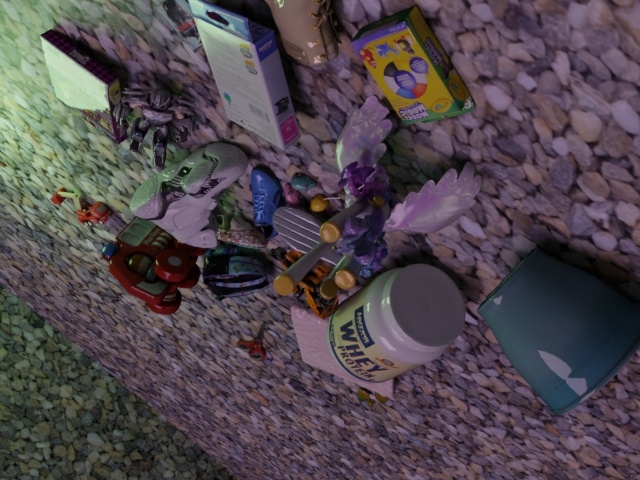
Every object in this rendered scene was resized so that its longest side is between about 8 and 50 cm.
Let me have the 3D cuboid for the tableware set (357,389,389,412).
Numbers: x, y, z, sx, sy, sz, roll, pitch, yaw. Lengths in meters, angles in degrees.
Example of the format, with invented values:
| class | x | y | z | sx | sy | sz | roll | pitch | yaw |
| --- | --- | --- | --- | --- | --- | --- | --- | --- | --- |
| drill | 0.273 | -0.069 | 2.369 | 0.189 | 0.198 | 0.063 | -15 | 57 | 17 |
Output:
| class | x | y | z | sx | sy | sz | roll | pitch | yaw |
| --- | --- | --- | --- | --- | --- | --- | --- | --- | --- |
| tableware set | 0.171 | 0.507 | 2.406 | 0.104 | 0.024 | 0.154 | 29 | 149 | 11 |

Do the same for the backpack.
| class | x | y | z | sx | sy | sz | roll | pitch | yaw |
| --- | --- | --- | --- | --- | --- | --- | --- | --- | --- |
| backpack | -0.233 | 0.090 | 2.087 | 0.173 | 0.117 | 0.158 | -6 | 154 | 7 |

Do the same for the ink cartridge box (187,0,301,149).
| class | x | y | z | sx | sy | sz | roll | pitch | yaw |
| --- | --- | --- | --- | --- | --- | --- | --- | --- | --- |
| ink cartridge box | -0.146 | -0.337 | 1.443 | 0.186 | 0.065 | 0.311 | 33 | 155 | 34 |

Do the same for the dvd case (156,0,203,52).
| class | x | y | z | sx | sy | sz | roll | pitch | yaw |
| --- | --- | --- | --- | --- | --- | --- | --- | --- | --- |
| dvd case | -0.268 | -0.442 | 1.491 | 0.087 | 0.013 | 0.119 | -9 | 130 | 47 |

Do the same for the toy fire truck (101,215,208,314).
| class | x | y | z | sx | sy | sz | roll | pitch | yaw |
| --- | --- | --- | --- | --- | --- | --- | --- | --- | --- |
| toy fire truck | -0.474 | 0.052 | 2.086 | 0.254 | 0.302 | 0.169 | 25 | 127 | 3 |

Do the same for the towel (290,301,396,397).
| class | x | y | z | sx | sy | sz | roll | pitch | yaw |
| --- | --- | --- | --- | --- | --- | --- | --- | --- | --- |
| towel | 0.077 | 0.330 | 2.215 | 0.332 | 0.053 | 0.317 | 19 | 147 | 21 |

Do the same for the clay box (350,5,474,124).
| class | x | y | z | sx | sy | sz | roll | pitch | yaw |
| --- | --- | --- | --- | --- | --- | --- | --- | --- | --- |
| clay box | 0.165 | -0.289 | 1.293 | 0.127 | 0.053 | 0.222 | -8 | 130 | 46 |

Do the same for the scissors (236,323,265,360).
| class | x | y | z | sx | sy | sz | roll | pitch | yaw |
| --- | --- | --- | --- | --- | --- | --- | --- | --- | --- |
| scissors | -0.205 | 0.350 | 2.518 | 0.109 | 0.021 | 0.297 | 39 | 147 | -6 |

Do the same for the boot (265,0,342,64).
| class | x | y | z | sx | sy | sz | roll | pitch | yaw |
| --- | --- | --- | --- | --- | --- | --- | --- | --- | --- |
| boot | 0.001 | -0.397 | 1.238 | 0.262 | 0.095 | 0.203 | 12 | 142 | 40 |

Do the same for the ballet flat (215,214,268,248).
| class | x | y | z | sx | sy | sz | roll | pitch | yaw |
| --- | --- | --- | --- | --- | --- | --- | --- | --- | --- |
| ballet flat | -0.250 | -0.034 | 1.977 | 0.241 | 0.091 | 0.077 | 11 | 110 | 23 |

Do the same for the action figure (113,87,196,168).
| class | x | y | z | sx | sy | sz | roll | pitch | yaw |
| --- | --- | --- | --- | --- | --- | --- | --- | --- | --- |
| action figure | -0.388 | -0.275 | 1.731 | 0.185 | 0.099 | 0.285 | 19 | 158 | -12 |

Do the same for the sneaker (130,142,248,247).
| class | x | y | z | sx | sy | sz | roll | pitch | yaw |
| --- | --- | --- | --- | --- | --- | --- | --- | --- | --- |
| sneaker | -0.283 | -0.105 | 1.839 | 0.366 | 0.137 | 0.210 | -20 | 135 | 31 |

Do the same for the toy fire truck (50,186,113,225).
| class | x | y | z | sx | sy | sz | roll | pitch | yaw |
| --- | --- | --- | --- | --- | --- | --- | --- | --- | --- |
| toy fire truck | -0.756 | -0.110 | 2.329 | 0.192 | 0.047 | 0.135 | -4 | 132 | 42 |

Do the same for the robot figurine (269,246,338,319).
| class | x | y | z | sx | sy | sz | roll | pitch | yaw |
| --- | --- | --- | --- | --- | --- | --- | --- | --- | --- |
| robot figurine | -0.032 | 0.102 | 1.881 | 0.211 | 0.085 | 0.291 | 41 | 166 | 16 |

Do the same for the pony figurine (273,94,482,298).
| class | x | y | z | sx | sy | sz | roll | pitch | yaw |
| --- | --- | --- | --- | --- | --- | --- | --- | --- | --- |
| pony figurine | 0.093 | -0.057 | 1.460 | 0.303 | 0.363 | 0.351 | 41 | 132 | 0 |

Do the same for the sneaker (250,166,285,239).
| class | x | y | z | sx | sy | sz | roll | pitch | yaw |
| --- | --- | --- | --- | --- | --- | --- | --- | --- | --- |
| sneaker | -0.134 | -0.085 | 1.802 | 0.069 | 0.082 | 0.209 | 17 | 144 | 26 |

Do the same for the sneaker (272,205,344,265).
| class | x | y | z | sx | sy | sz | roll | pitch | yaw |
| --- | --- | --- | --- | --- | --- | --- | --- | --- | --- |
| sneaker | 0.000 | 0.000 | 1.784 | 0.258 | 0.094 | 0.091 | 32 | -171 | 0 |

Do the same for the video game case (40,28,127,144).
| class | x | y | z | sx | sy | sz | roll | pitch | yaw |
| --- | --- | --- | --- | --- | --- | --- | --- | --- | --- |
| video game case | -0.569 | -0.368 | 1.782 | 0.232 | 0.042 | 0.210 | 36 | 149 | 16 |

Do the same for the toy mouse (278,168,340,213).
| class | x | y | z | sx | sy | sz | roll | pitch | yaw |
| --- | --- | --- | --- | --- | --- | --- | --- | --- | --- |
| toy mouse | -0.052 | -0.113 | 1.738 | 0.143 | 0.031 | 0.161 | 41 | 147 | -15 |

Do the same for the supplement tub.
| class | x | y | z | sx | sy | sz | roll | pitch | yaw |
| --- | --- | --- | --- | --- | --- | --- | --- | --- | --- |
| supplement tub | 0.178 | 0.202 | 1.781 | 0.235 | 0.235 | 0.325 | 36 | 148 | -7 |

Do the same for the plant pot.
| class | x | y | z | sx | sy | sz | roll | pitch | yaw |
| --- | --- | --- | --- | --- | --- | --- | --- | --- | --- |
| plant pot | 0.468 | 0.160 | 1.477 | 0.255 | 0.271 | 0.272 | 44 | 150 | 10 |
